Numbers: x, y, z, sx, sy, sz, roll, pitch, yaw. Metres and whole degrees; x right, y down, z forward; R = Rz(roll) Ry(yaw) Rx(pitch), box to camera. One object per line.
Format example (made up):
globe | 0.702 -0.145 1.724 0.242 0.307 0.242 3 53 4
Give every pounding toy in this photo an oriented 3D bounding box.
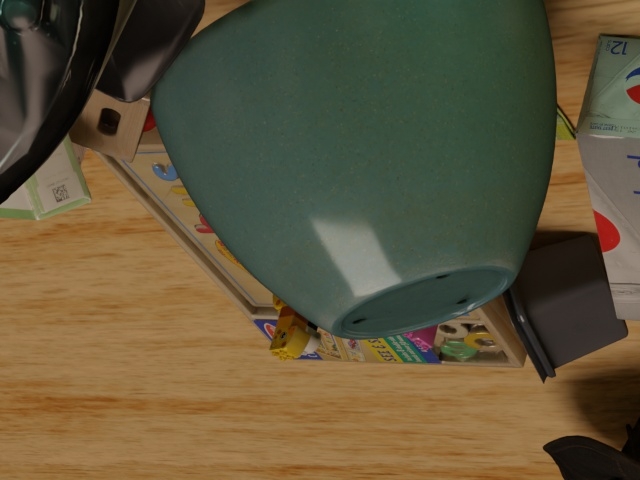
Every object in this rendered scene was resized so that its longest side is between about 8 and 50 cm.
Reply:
pounding toy | -0.143 -0.134 1.457 0.100 0.130 0.141 19 153 -6

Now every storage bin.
storage bin | 0.215 0.050 1.670 0.091 0.098 0.135 -20 144 8

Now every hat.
hat | 0.394 0.240 1.872 0.331 0.134 0.331 30 164 10

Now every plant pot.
plant pot | 0.045 -0.045 1.314 0.290 0.195 0.290 -15 162 -5

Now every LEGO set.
LEGO set | 0.010 0.071 1.689 0.087 0.093 0.227 35 148 -32

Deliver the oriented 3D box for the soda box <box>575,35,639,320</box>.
soda box | 0.268 -0.037 1.453 0.098 0.091 0.286 7 152 19

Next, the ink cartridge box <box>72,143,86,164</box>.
ink cartridge box | -0.244 -0.090 1.713 0.083 0.028 0.048 11 153 9

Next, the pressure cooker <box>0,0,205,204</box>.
pressure cooker | -0.272 -0.215 1.061 0.375 0.420 0.370 -9 110 6

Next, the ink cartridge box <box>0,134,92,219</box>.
ink cartridge box | -0.269 -0.133 1.486 0.171 0.056 0.235 5 115 64

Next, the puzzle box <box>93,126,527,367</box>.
puzzle box | 0.000 0.000 1.723 0.272 0.052 0.409 0 150 30

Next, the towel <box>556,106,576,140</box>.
towel | 0.157 -0.094 1.499 0.083 0.009 0.060 -3 147 34
